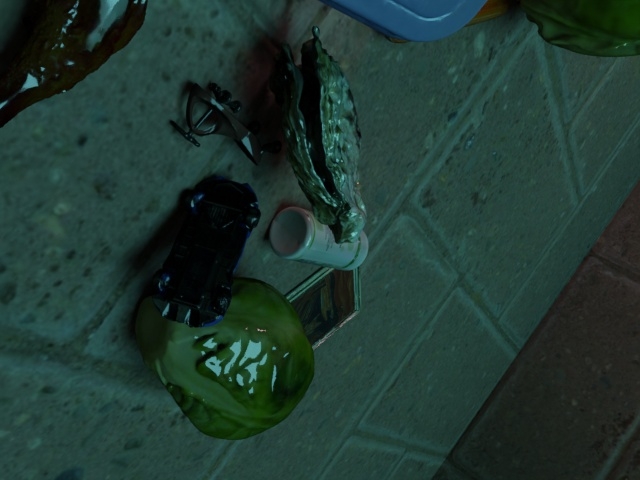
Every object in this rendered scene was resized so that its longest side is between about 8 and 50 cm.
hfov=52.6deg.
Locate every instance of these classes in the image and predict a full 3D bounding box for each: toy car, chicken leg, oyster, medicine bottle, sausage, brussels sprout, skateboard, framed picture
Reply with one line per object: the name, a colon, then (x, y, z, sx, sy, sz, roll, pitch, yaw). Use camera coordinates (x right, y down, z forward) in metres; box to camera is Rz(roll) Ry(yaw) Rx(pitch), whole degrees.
toy car: (-0.148, 0.014, 0.861, 0.063, 0.103, 0.216, 101, 5, -64)
chicken leg: (-0.237, -0.219, 0.588, 0.158, 0.096, 0.406, 17, 107, -52)
oyster: (0.003, -0.139, 0.873, 0.112, 0.198, 0.267, -13, 137, -1)
medicine bottle: (0.000, 0.000, 1.087, 0.183, 0.086, 0.086, 14, 106, -56)
sausage: (0.213, -0.372, 1.067, 0.348, 0.053, 0.053, -26, 137, -38)
brussels sprout: (-0.135, 0.161, 0.947, 0.271, 0.210, 0.219, 29, 111, -38)
skateboard: (-0.125, -0.144, 0.835, 0.080, 0.067, 0.151, -46, 142, 3)
brussels sprout: (0.545, -0.488, 1.097, 0.425, 0.361, 0.342, -45, 152, -26)
framed picture: (-0.012, 0.147, 1.264, 0.273, 0.016, 0.216, -37, 142, -27)

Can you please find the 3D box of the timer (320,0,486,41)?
timer: (0.086, -0.422, 0.653, 0.395, 0.173, 0.394, -14, 141, -12)
